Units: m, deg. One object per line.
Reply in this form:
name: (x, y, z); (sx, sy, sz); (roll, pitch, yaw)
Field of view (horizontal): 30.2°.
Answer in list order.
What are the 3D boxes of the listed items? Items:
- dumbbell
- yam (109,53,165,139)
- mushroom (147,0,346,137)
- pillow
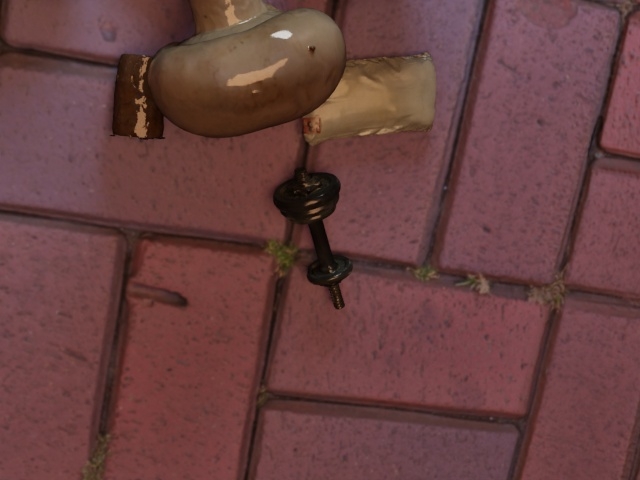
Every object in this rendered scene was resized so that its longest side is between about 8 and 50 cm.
dumbbell: (0.000, 0.000, 1.908); (0.110, 0.110, 0.255); (-20, 115, -9)
yam: (-0.270, -0.216, 1.785); (0.084, 0.084, 0.127); (4, 100, -16)
mushroom: (-0.117, -0.299, 1.697); (0.292, 0.292, 0.290); (-17, 102, -10)
pillow: (0.077, -0.226, 1.890); (0.229, 0.051, 0.128); (-8, 99, -14)
